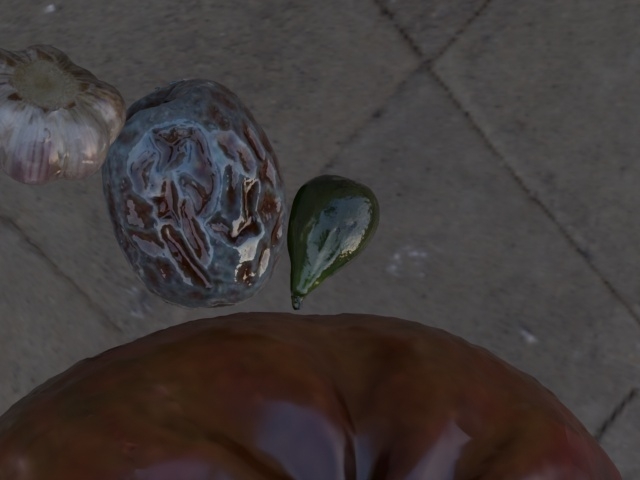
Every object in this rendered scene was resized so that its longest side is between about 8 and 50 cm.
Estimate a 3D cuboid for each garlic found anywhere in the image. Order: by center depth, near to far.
[{"bbox_3d":[-0.266,-0.116,1.290,0.159,0.102,0.147,11,48,-13],"label":"garlic"}]

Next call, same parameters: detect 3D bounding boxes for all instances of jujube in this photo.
[{"bbox_3d":[-0.167,-0.053,1.856,0.246,0.215,0.308,-30,110,-12],"label":"jujube"}]

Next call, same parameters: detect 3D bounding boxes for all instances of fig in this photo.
[{"bbox_3d":[0.000,0.000,1.692,0.117,0.117,0.177,36,73,-20],"label":"fig"}]

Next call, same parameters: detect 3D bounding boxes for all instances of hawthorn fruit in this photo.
[{"bbox_3d":[-0.015,0.245,0.687,0.403,0.403,0.403,-2,97,-20],"label":"hawthorn fruit"}]
